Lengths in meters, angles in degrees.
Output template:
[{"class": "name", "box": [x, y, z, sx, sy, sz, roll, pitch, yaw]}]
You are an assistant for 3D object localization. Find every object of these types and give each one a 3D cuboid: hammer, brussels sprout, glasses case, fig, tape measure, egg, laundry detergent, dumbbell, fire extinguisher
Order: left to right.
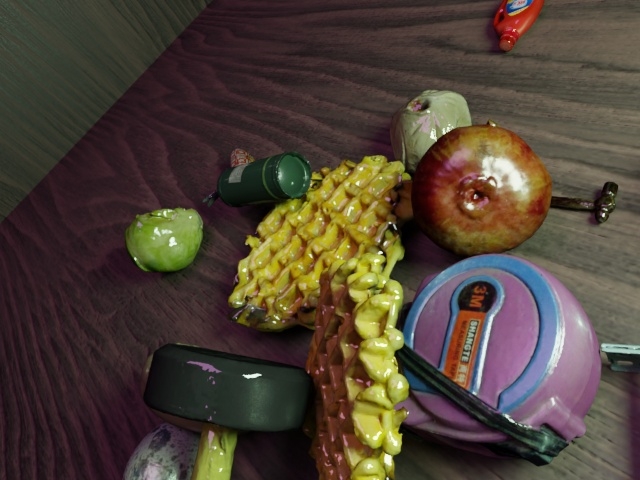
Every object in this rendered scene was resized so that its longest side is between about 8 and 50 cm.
[{"class": "brussels sprout", "box": [-0.358, 0.002, 1.185, 0.183, 0.145, 0.131, -14, -2, -29]}, {"class": "egg", "box": [-0.227, 0.350, 0.772, 0.132, 0.132, 0.172, -27, 31, 18]}, {"class": "dumbbell", "box": [-0.136, 0.303, 0.623, 0.204, 0.204, 0.322, 0, 74, 39]}, {"class": "glasses case", "box": [-0.176, -0.165, 1.231, 0.049, 0.073, 0.194, -40, 40, 15]}, {"class": "fire extinguisher", "box": [-0.144, -0.117, 1.065, 0.295, 0.093, 0.118, -4, 36, 48]}, {"class": "fig", "box": [0.233, -0.075, 0.743, 0.205, 0.205, 0.205, -22, 44, 23]}, {"class": "tape measure", "box": [0.197, 0.138, 0.614, 0.245, 0.149, 0.231, -2, 57, 47]}, {"class": "laundry detergent", "box": [0.396, -0.453, 1.041, 0.097, 0.049, 0.165, 3, 58, 49]}, {"class": "hammer", "box": [0.346, -0.063, 0.762, 0.178, 0.021, 0.065, 12, 63, 47]}]

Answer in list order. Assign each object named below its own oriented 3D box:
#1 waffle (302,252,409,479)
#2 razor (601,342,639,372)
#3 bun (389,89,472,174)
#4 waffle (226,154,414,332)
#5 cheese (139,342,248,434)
[{"class": "waffle", "box": [0.031, 0.164, 0.629, 0.062, 0.329, 0.329, 3, 43, -13]}, {"class": "razor", "box": [0.337, 0.215, 0.495, 0.106, 0.068, 0.231, -6, 57, 37]}, {"class": "bun", "box": [0.196, -0.209, 0.935, 0.167, 0.113, 0.173, -43, 37, 0]}, {"class": "waffle", "box": [0.000, 0.000, 0.932, 0.382, 0.095, 0.379, -9, 49, 37]}, {"class": "cheese", "box": [-0.187, 0.245, 0.823, 0.203, 0.175, 0.091, 21, 94, 20]}]
